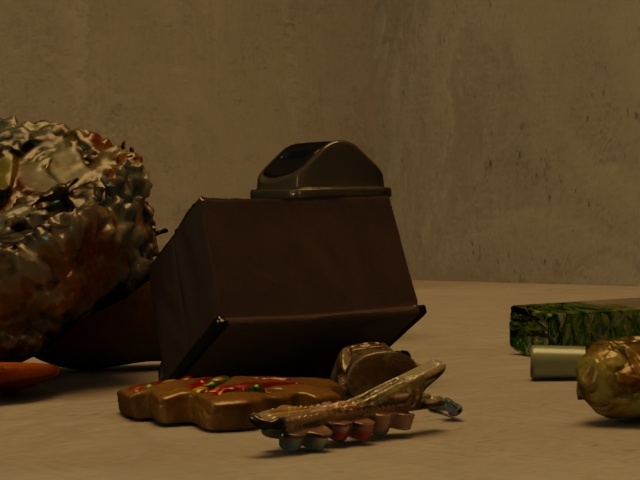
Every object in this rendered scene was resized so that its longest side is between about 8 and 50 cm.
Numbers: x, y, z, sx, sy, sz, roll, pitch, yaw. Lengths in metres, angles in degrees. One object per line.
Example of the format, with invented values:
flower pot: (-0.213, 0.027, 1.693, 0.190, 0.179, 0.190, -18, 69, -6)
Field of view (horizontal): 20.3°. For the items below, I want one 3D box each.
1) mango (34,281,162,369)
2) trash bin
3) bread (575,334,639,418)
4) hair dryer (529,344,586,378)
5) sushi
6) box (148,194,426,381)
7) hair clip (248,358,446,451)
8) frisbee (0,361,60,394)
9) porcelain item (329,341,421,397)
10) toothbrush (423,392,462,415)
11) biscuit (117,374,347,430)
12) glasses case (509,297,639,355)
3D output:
mango: (-0.262, 0.086, 2.214, 0.289, 0.146, 0.129, 0, 4, -8)
trash bin: (0.000, 0.000, 2.628, 0.182, 0.290, 0.209, -2, 2, -23)
bread: (0.351, 0.117, 1.674, 0.084, 0.077, 0.367, -2, 0, 37)
hair dryer: (0.266, 0.138, 1.995, 0.063, 0.038, 0.124, 0, -6, 8)
sushi: (-0.379, -0.006, 2.070, 0.418, 0.175, 0.417, -11, 31, 7)
box: (-0.044, 0.055, 1.936, 0.252, 0.153, 0.188, -2, -25, -28)
hair clip: (0.024, 0.145, 1.478, 0.214, 0.056, 0.062, -13, 25, -40)
frisbee: (-0.373, 0.150, 1.901, 0.192, 0.035, 0.192, -2, -6, 0)
porcelain item: (0.049, 0.132, 1.839, 0.084, 0.054, 0.213, -5, 1, -7)
toothbrush: (0.105, 0.152, 1.694, 0.019, 0.013, 0.193, 38, -7, -6)
biscuit: (-0.093, 0.146, 1.683, 0.239, 0.041, 0.212, 0, 3, 30)
glasses case: (0.383, 0.112, 2.312, 0.272, 0.062, 0.095, -2, 7, -26)
